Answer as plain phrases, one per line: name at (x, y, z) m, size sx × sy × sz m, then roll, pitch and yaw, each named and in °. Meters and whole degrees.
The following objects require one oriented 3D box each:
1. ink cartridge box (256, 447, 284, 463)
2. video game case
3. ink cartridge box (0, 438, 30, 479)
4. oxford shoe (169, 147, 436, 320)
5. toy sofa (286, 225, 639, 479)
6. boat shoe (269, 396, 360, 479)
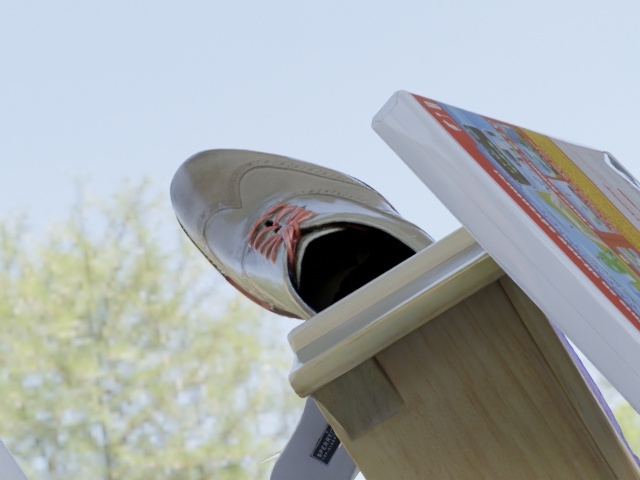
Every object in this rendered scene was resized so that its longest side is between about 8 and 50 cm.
ink cartridge box at (0.067, 0.213, 1.754) m, size 0.235 × 0.056 × 0.171 m, roll -19°, pitch -11°, yaw -43°
video game case at (0.156, 0.017, 0.761) m, size 0.025 × 0.204 × 0.285 m, roll -49°, pitch -23°, yaw 18°
ink cartridge box at (-0.238, 0.160, 0.750) m, size 0.114 × 0.273 × 0.197 m, roll -20°, pitch 20°, yaw 28°
oxford shoe at (0.000, 0.000, 1.122) m, size 0.348 × 0.123 × 0.130 m, roll 27°, pitch -6°, yaw 37°
toy sofa at (0.135, 0.175, 0.963) m, size 0.150 × 0.362 × 0.177 m, roll -32°, pitch 3°, yaw 5°
boat shoe at (0.041, 0.143, 1.389) m, size 0.088 × 0.096 × 0.267 m, roll -52°, pitch -10°, yaw -51°
